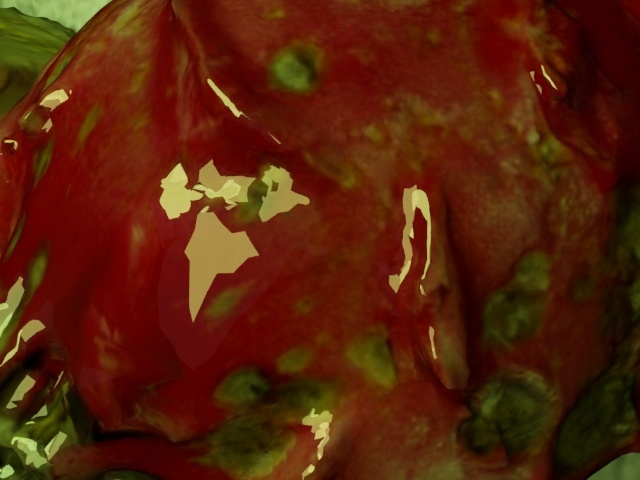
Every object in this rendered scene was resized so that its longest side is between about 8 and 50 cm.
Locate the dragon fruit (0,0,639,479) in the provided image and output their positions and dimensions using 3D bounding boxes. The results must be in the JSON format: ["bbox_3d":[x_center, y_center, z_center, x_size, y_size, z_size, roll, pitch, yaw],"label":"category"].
[{"bbox_3d":[0.000,0.000,0.408,0.205,0.268,0.210,15,130,62],"label":"dragon fruit"}]

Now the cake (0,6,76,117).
[{"bbox_3d":[-0.205,0.003,0.541,0.227,0.286,0.223,20,99,35],"label":"cake"}]
